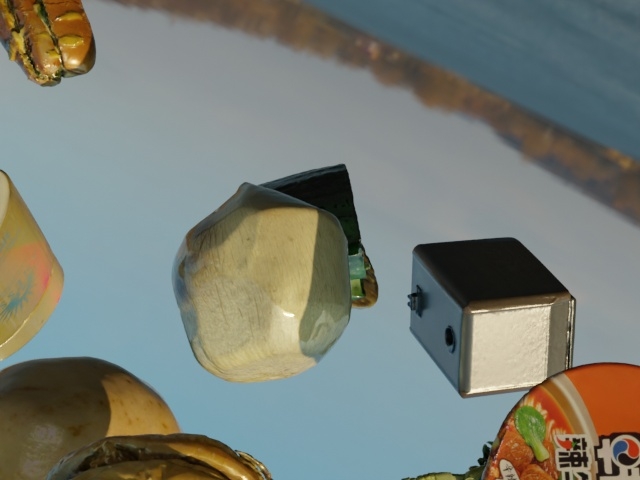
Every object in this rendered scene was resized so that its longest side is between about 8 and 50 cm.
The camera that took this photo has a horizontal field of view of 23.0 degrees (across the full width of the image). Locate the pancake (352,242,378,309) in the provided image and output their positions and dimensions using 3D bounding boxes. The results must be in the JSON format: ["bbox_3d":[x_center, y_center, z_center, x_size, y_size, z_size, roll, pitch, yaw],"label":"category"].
[{"bbox_3d":[-0.015,0.025,2.256,0.242,0.050,0.242,25,-152,-14],"label":"pancake"}]

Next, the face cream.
[{"bbox_3d":[-0.319,0.035,1.526,0.067,0.139,0.285,31,165,10],"label":"face cream"}]

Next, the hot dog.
[{"bbox_3d":[-0.363,-0.307,1.964,0.269,0.115,0.072,63,-173,23],"label":"hot dog"}]

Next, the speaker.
[{"bbox_3d":[0.243,0.108,2.284,0.192,0.153,0.231,-5,-158,-15],"label":"speaker"}]

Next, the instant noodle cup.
[{"bbox_3d":[0.263,0.257,1.526,0.250,0.250,0.192,27,165,3],"label":"instant noodle cup"}]

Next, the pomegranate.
[{"bbox_3d":[-0.349,0.351,2.172,0.411,0.411,0.411,26,-173,-3],"label":"pomegranate"}]

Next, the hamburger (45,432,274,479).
[{"bbox_3d":[-0.176,0.348,1.724,0.319,0.318,0.158,25,-153,-13],"label":"hamburger"}]

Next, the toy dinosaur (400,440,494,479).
[{"bbox_3d":[0.223,0.342,2.137,0.259,0.094,0.153,-10,-115,-20],"label":"toy dinosaur"}]

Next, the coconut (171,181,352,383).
[{"bbox_3d":[-0.067,0.041,1.732,0.224,0.224,0.224,26,-173,-3],"label":"coconut"}]

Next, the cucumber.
[{"bbox_3d":[-0.003,-0.010,2.059,0.130,0.191,0.191,-18,-163,-8],"label":"cucumber"}]
